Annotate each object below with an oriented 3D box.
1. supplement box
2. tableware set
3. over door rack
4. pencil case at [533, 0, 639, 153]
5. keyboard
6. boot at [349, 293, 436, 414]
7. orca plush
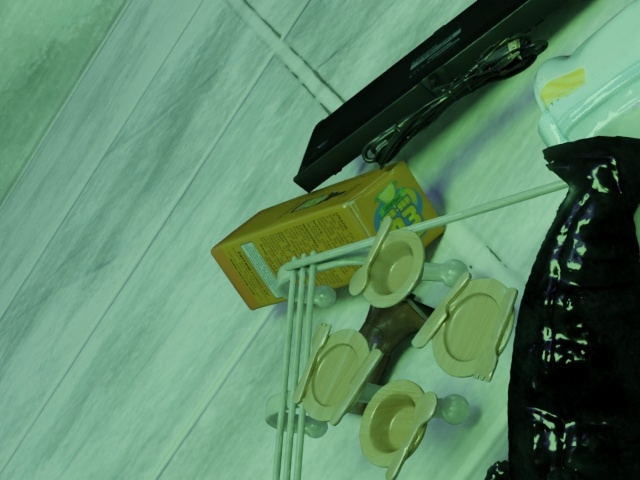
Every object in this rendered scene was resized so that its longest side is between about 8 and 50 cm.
[{"bbox_3d":[0.000,0.000,1.098,0.078,0.080,0.233,-39,11,-32],"label":"supplement box"},{"bbox_3d":[0.047,0.068,0.783,0.141,0.020,0.169,-60,35,2],"label":"tableware set"},{"bbox_3d":[0.094,0.088,0.821,0.324,0.108,0.239,-26,49,40],"label":"over door rack"},{"bbox_3d":[0.238,-0.114,0.612,0.273,0.113,0.124,-36,-6,32],"label":"pencil case"},{"bbox_3d":[0.102,-0.137,1.048,0.317,0.033,0.201,-36,17,25],"label":"keyboard"},{"bbox_3d":[0.051,0.097,0.985,0.114,0.037,0.106,-61,24,4],"label":"boot"},{"bbox_3d":[0.143,0.097,0.583,0.151,0.102,0.287,11,104,23],"label":"orca plush"}]
